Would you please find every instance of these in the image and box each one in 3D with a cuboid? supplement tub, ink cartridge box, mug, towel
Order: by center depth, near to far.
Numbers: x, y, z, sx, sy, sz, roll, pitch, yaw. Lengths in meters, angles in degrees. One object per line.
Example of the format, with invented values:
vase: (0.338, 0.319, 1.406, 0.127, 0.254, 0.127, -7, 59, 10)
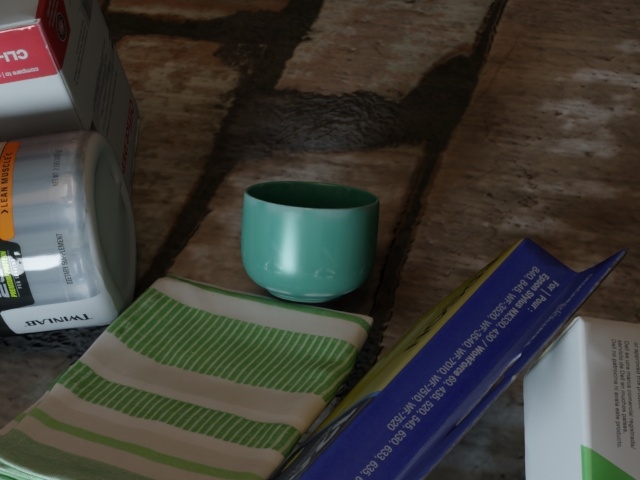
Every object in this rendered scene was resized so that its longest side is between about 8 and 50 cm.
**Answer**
ink cartridge box: (0.302, 0.187, 1.062, 0.289, 0.121, 0.211, 9, 61, -10)
ink cartridge box: (0.065, 0.129, 1.164, 0.072, 0.307, 0.303, 45, 61, 4)
towel: (-0.121, 0.134, 1.307, 0.248, 0.038, 0.325, 11, 31, 24)
mug: (0.000, 0.002, 1.427, 0.158, 0.097, 0.129, -3, 15, -28)
supplement tub: (-0.351, 0.004, 1.446, 0.316, 0.193, 0.193, -8, 44, 6)
ink cartridge box: (-0.286, -0.168, 1.553, 0.114, 0.273, 0.197, -10, 43, 9)
